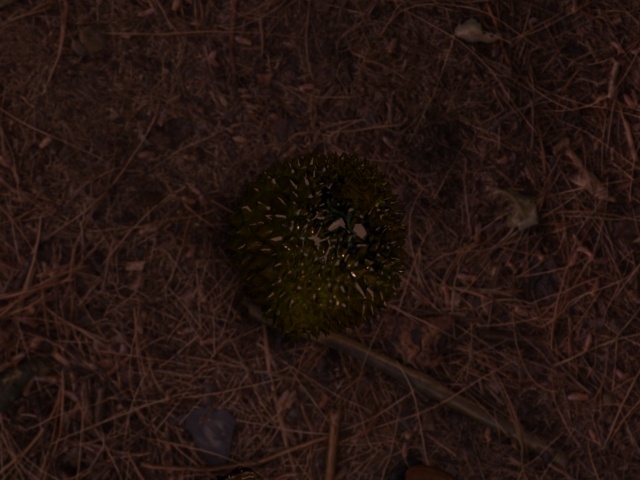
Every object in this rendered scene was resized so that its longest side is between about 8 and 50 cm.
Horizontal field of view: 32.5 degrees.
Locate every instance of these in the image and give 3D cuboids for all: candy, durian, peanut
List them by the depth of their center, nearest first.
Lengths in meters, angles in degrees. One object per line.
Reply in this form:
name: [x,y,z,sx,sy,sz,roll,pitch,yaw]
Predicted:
candy: [-0.117,0.360,1.519,0.095,0.110,0.085,-15,78,-8]
durian: [0.000,-0.001,1.549,0.291,0.224,0.291,4,74,-14]
peanut: [0.185,0.385,1.619,0.152,0.076,0.076,35,74,-3]
